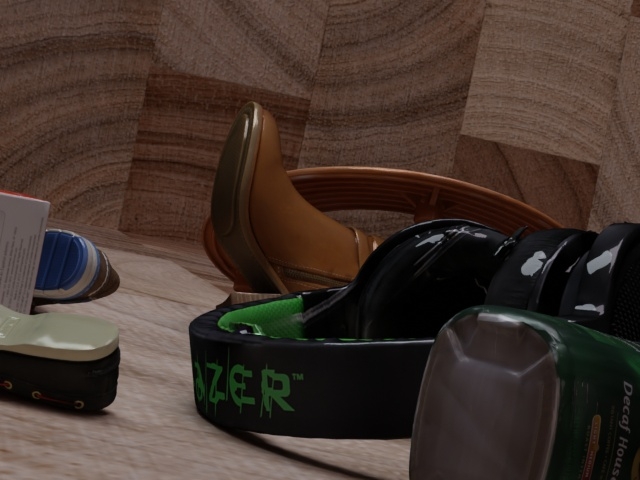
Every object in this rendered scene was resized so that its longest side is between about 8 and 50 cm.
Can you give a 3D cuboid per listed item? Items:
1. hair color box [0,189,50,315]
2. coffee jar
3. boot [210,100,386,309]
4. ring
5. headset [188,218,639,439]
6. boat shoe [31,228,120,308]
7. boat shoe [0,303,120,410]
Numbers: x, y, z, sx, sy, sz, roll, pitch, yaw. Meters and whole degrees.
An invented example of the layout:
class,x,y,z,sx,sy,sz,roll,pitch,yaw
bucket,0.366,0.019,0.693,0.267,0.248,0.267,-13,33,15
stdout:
class,x,y,z,sx,sy,sz,roll,pitch,yaw
hair color box,-0.250,0.005,0.767,0.167,0.093,0.053,11,0,-32
coffee jar,0.128,0.084,0.577,0.184,0.096,0.079,9,2,-42
boot,0.000,0.000,0.981,0.152,0.197,0.073,3,-6,-22
ring,0.062,0.029,1.134,0.336,0.032,0.336,8,-23,3
headset,0.115,0.026,0.764,0.394,0.185,0.243,-5,4,-31
boat shoe,-0.235,0.023,1.016,0.183,0.066,0.066,10,-16,31
boat shoe,-0.161,0.054,0.656,0.133,0.042,0.049,11,26,14
